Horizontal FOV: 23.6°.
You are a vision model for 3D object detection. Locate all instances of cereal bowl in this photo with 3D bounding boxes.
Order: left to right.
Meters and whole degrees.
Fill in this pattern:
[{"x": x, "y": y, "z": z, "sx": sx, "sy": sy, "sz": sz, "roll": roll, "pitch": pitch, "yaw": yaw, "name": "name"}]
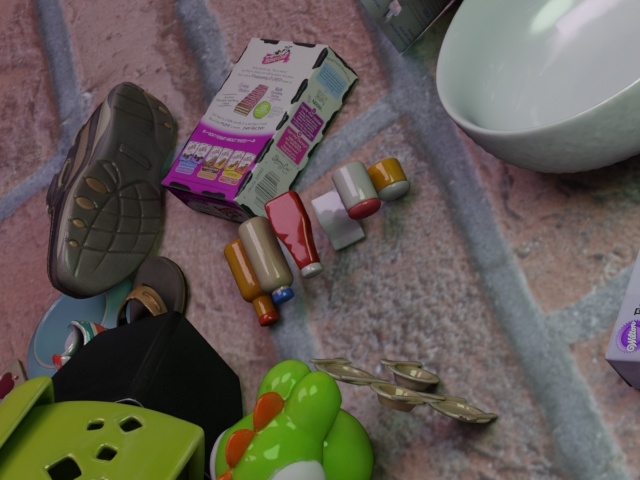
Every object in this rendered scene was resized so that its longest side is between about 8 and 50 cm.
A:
[{"x": 0.293, "y": -0.199, "z": 1.562, "sx": 0.339, "sy": 0.141, "sz": 0.339, "roll": -28, "pitch": 39, "yaw": 25, "name": "cereal bowl"}]

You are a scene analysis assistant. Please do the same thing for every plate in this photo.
[{"x": -0.315, "y": 0.113, "z": 1.972, "sx": 0.188, "sy": 0.024, "sz": 0.188, "roll": -24, "pitch": 44, "yaw": 26, "name": "plate"}]

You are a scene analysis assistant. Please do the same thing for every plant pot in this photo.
[{"x": -0.258, "y": 0.286, "z": 1.521, "sx": 0.207, "sy": 0.227, "sz": 0.228, "roll": 23, "pitch": 49, "yaw": 12, "name": "plant pot"}, {"x": -0.190, "y": 0.189, "z": 1.683, "sx": 0.187, "sy": 0.188, "sz": 0.167, "roll": -17, "pitch": 35, "yaw": 33, "name": "plant pot"}]

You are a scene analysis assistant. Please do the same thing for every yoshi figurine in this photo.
[{"x": -0.050, "y": 0.299, "z": 1.497, "sx": 0.203, "sy": 0.203, "sz": 0.362, "roll": 30, "pitch": -96, "yaw": -89, "name": "yoshi figurine"}]

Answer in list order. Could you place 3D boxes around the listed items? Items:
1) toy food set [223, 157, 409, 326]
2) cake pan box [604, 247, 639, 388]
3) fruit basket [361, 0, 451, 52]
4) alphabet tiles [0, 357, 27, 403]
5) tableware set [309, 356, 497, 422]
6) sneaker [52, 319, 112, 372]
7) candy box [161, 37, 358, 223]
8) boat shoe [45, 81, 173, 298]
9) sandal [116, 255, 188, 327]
[{"x": 0.000, "y": 0.000, "z": 1.718, "sx": 0.232, "sy": 0.111, "sz": 0.104, "roll": -26, "pitch": 74, "yaw": 10, "name": "toy food set"}, {"x": 0.398, "y": 0.020, "z": 1.352, "sx": 0.245, "sy": 0.070, "sz": 0.267, "roll": 0, "pitch": 59, "yaw": 46, "name": "cake pan box"}, {"x": 0.176, "y": -0.381, "z": 1.722, "sx": 0.353, "sy": 0.327, "sz": 0.165, "roll": -42, "pitch": 78, "yaw": 6, "name": "fruit basket"}, {"x": -0.493, "y": 0.314, "z": 1.980, "sx": 0.342, "sy": 0.011, "sz": 0.285, "roll": -42, "pitch": 39, "yaw": 7, "name": "alphabet tiles"}, {"x": 0.081, "y": 0.142, "z": 1.496, "sx": 0.168, "sy": 0.141, "sz": 0.020, "roll": 25, "pitch": 102, "yaw": 52, "name": "tableware set"}, {"x": -0.302, "y": 0.172, "z": 1.858, "sx": 0.057, "sy": 0.075, "sz": 0.161, "roll": 7, "pitch": 72, "yaw": 46, "name": "sneaker"}, {"x": -0.076, "y": -0.138, "z": 1.920, "sx": 0.159, "sy": 0.071, "sz": 0.233, "roll": 15, "pitch": 70, "yaw": 49, "name": "candy box"}, {"x": -0.288, "y": -0.052, "z": 2.020, "sx": 0.130, "sy": 0.132, "sz": 0.355, "roll": -34, "pitch": 29, "yaw": 38, "name": "boat shoe"}, {"x": -0.219, "y": 0.102, "z": 1.859, "sx": 0.090, "sy": 0.060, "sz": 0.219, "roll": -16, "pitch": 45, "yaw": 33, "name": "sandal"}]
